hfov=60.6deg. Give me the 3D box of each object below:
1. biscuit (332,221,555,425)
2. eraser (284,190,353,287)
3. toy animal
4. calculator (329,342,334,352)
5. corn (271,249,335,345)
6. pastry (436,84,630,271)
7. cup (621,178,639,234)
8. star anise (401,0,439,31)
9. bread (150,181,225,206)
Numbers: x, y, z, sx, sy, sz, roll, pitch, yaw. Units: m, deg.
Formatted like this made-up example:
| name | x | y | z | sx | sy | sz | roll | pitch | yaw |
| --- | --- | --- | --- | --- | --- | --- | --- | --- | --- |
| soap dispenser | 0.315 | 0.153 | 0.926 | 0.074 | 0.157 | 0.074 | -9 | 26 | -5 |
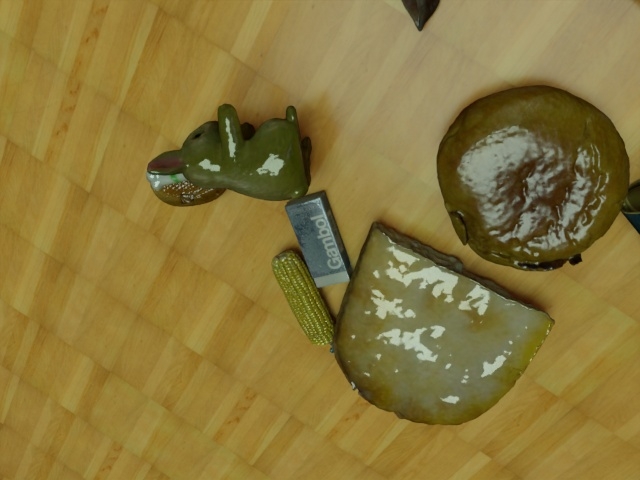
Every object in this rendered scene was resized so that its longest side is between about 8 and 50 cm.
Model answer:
| name | x | y | z | sx | sy | sz | roll | pitch | yaw |
| --- | --- | --- | --- | --- | --- | --- | --- | --- | --- |
| biscuit | 0.246 | 0.220 | 1.227 | 0.430 | 0.104 | 0.445 | 20 | 114 | 4 |
| eraser | 0.000 | 0.000 | 1.237 | 0.092 | 0.046 | 0.212 | -15 | 107 | 21 |
| toy animal | -0.193 | -0.180 | 1.109 | 0.363 | 0.181 | 0.180 | 8 | 84 | 7 |
| calculator | 0.090 | 0.275 | 1.345 | 0.141 | 0.019 | 0.094 | 15 | 116 | 11 |
| corn | -0.038 | 0.135 | 1.288 | 0.081 | 0.081 | 0.248 | -19 | 107 | 23 |
| pastry | 0.381 | -0.111 | 1.014 | 0.356 | 0.164 | 0.355 | 6 | 112 | 16 |
| cup | 0.658 | -0.047 | 0.988 | 0.177 | 0.131 | 0.155 | -36 | 104 | 10 |
| star anise | 0.141 | -0.525 | 0.942 | 0.257 | 0.110 | 0.198 | 44 | 133 | 2 |
| bread | -0.296 | -0.135 | 1.251 | 0.190 | 0.077 | 0.114 | -2 | 93 | 10 |
